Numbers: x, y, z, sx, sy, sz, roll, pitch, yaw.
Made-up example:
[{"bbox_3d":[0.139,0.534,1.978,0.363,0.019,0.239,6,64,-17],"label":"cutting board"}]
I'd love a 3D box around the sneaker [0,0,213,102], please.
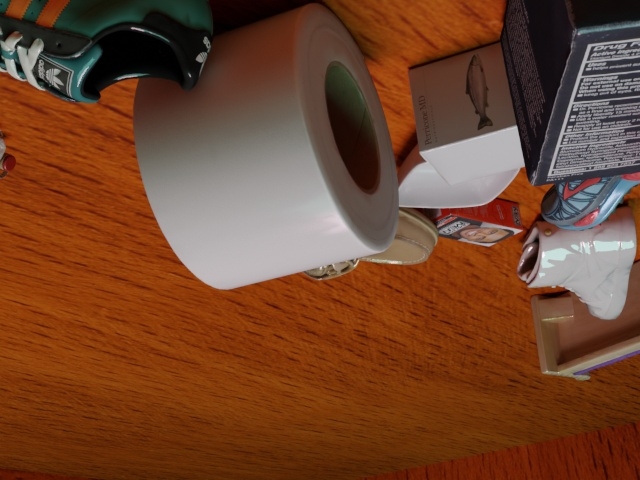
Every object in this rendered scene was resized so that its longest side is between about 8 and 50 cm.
[{"bbox_3d":[-0.242,-0.182,0.974,0.302,0.121,0.108,-2,158,-9],"label":"sneaker"}]

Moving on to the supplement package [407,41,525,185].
[{"bbox_3d":[0.198,-0.142,1.221,0.179,0.105,0.105,-15,158,20],"label":"supplement package"}]

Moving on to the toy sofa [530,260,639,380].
[{"bbox_3d":[0.544,0.120,1.936,0.177,0.150,0.362,10,154,-33],"label":"toy sofa"}]

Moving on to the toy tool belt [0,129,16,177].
[{"bbox_3d":[-0.374,-0.106,1.254,0.051,0.052,0.083,20,165,23],"label":"toy tool belt"}]

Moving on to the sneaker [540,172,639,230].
[{"bbox_3d":[0.327,-0.104,1.405,0.125,0.104,0.262,19,149,-13],"label":"sneaker"}]

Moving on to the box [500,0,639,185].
[{"bbox_3d":[0.326,-0.200,0.993,0.296,0.182,0.294,-8,160,0],"label":"box"}]

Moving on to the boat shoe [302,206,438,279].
[{"bbox_3d":[0.000,0.000,1.489,0.341,0.110,0.121,10,152,-23],"label":"boat shoe"}]

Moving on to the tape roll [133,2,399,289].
[{"bbox_3d":[-0.044,-0.087,1.104,0.169,0.246,0.246,-14,158,21],"label":"tape roll"}]

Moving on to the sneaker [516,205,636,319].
[{"bbox_3d":[0.386,0.041,1.766,0.169,0.108,0.292,-6,149,6],"label":"sneaker"}]

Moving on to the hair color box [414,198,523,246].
[{"bbox_3d":[0.207,-0.031,1.597,0.141,0.043,0.072,9,155,-36],"label":"hair color box"}]

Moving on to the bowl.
[{"bbox_3d":[0.165,-0.091,1.417,0.142,0.053,0.142,0,158,-14],"label":"bowl"}]
